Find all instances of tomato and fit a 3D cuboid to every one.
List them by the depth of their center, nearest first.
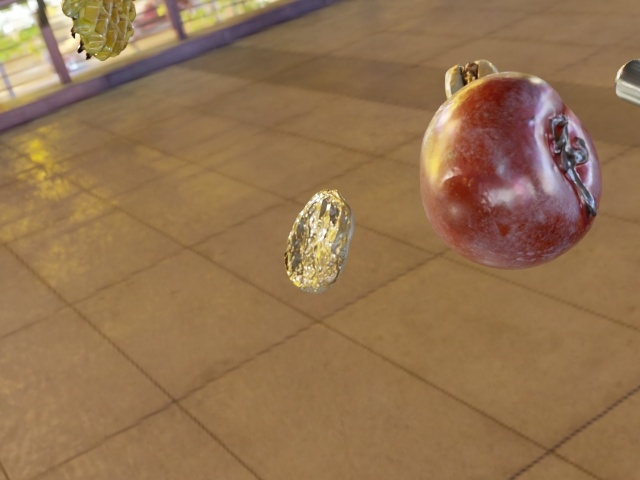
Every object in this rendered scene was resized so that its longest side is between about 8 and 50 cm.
[{"bbox_3d":[0.251,-0.087,1.278,0.227,0.270,0.270,-18,18,37],"label":"tomato"}]

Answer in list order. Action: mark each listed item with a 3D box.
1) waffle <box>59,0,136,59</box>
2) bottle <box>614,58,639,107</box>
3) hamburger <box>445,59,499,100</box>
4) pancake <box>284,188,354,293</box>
[{"bbox_3d":[-0.388,-0.473,1.671,0.062,0.329,0.329,2,27,8],"label":"waffle"},{"bbox_3d":[0.619,-0.242,1.571,0.096,0.079,0.253,-56,43,5],"label":"bottle"},{"bbox_3d":[0.306,-0.251,1.834,0.108,0.214,0.214,-8,24,7],"label":"hamburger"},{"bbox_3d":[0.000,0.000,1.153,0.022,0.139,0.139,18,7,-30],"label":"pancake"}]
